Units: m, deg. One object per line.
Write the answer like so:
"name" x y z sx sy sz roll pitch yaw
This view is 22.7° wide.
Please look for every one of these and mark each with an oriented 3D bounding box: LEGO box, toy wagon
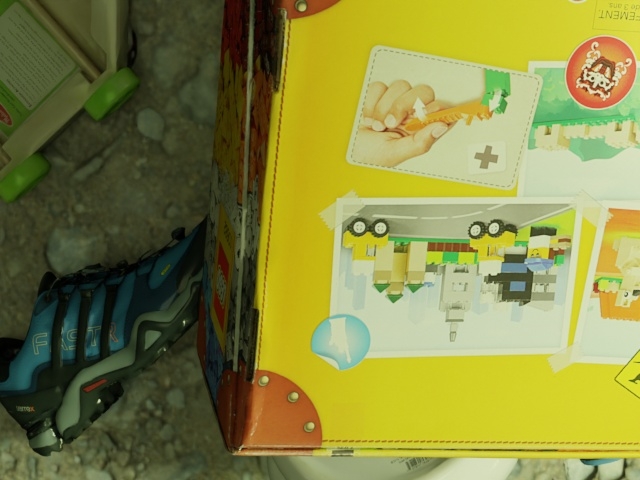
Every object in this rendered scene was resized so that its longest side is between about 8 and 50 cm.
"LEGO box" 0.180 -0.046 1.163 0.500 0.193 0.372 2 109 -12
"toy wagon" -0.341 -0.162 1.477 0.344 0.068 0.267 -41 91 15

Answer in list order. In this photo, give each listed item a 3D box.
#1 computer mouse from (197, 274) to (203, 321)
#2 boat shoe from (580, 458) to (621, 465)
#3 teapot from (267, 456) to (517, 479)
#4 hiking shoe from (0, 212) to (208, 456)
"computer mouse" 0.000 0.000 1.392 0.184 0.262 0.060 3 143 9
"boat shoe" 0.315 0.095 1.401 0.258 0.109 0.089 -37 106 -1
"teapot" 0.081 0.151 1.408 0.256 0.187 0.252 14 69 25
"hiking shoe" -0.198 0.065 1.470 0.132 0.113 0.304 45 104 -1
